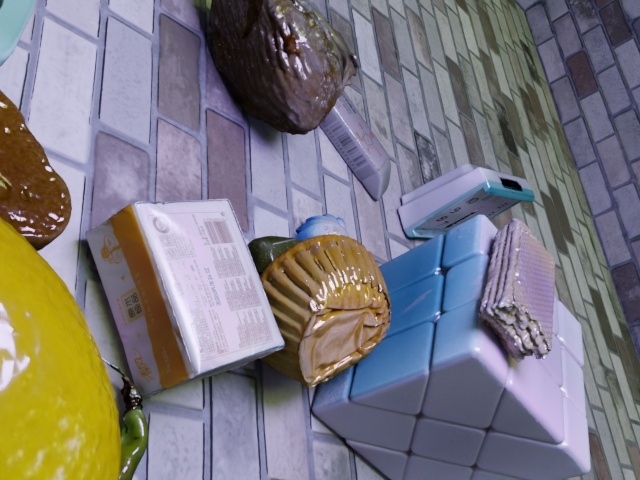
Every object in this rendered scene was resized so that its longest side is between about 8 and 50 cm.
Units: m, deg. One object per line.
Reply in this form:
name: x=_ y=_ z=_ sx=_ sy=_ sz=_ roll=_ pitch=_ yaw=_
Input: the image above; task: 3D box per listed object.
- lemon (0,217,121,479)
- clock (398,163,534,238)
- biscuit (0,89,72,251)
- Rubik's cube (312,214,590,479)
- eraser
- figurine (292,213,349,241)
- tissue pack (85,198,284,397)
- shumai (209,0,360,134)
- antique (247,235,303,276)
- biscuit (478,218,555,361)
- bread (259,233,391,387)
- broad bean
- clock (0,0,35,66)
lemon: x=-0.306 y=0.157 z=0.510 sx=0.364 sy=0.364 sz=0.364 roll=32 pitch=44 yaw=-37
clock: x=0.330 y=-0.095 z=1.617 sx=0.262 sy=0.231 sz=0.116 roll=1 pitch=62 yaw=-52
biscuit: x=-0.443 y=-0.090 z=0.728 sx=0.381 sy=0.074 sz=0.359 roll=35 pitch=43 yaw=-38
Rubik's cube: x=0.226 y=0.210 z=1.181 sx=0.319 sy=0.322 sz=0.316 roll=45 pitch=39 yaw=-22
eraser: x=0.051 y=-0.247 z=1.503 sx=0.352 sy=0.061 sz=0.089 roll=53 pitch=36 yaw=-12
figurine: x=0.000 y=0.000 z=1.262 sx=0.114 sy=0.079 sz=0.114 roll=4 pitch=72 yaw=-13
tissue pack: x=-0.176 y=0.069 z=0.920 sx=0.185 sy=0.124 sz=0.225 roll=-8 pitch=73 yaw=-54
shumai: x=-0.027 y=-0.365 z=1.290 sx=0.283 sy=0.217 sz=0.346 roll=-15 pitch=80 yaw=-40
antique: x=-0.034 y=0.054 z=1.157 sx=0.221 sy=0.081 sz=0.080 roll=25 pitch=48 yaw=-43
biscuit: x=0.289 y=0.067 z=1.027 sx=0.108 sy=0.062 sz=0.239 roll=49 pitch=34 yaw=-14
bread: x=0.005 y=0.103 z=1.046 sx=0.240 sy=0.240 sz=0.139 roll=19 pitch=8 yaw=-46
broad bean: x=-0.253 y=0.276 z=0.740 sx=0.098 sy=0.056 sz=0.318 roll=37 pitch=35 yaw=-23
clock: x=-0.466 y=-0.313 z=0.859 sx=0.211 sy=0.066 sz=0.159 roll=36 pitch=41 yaw=-33
